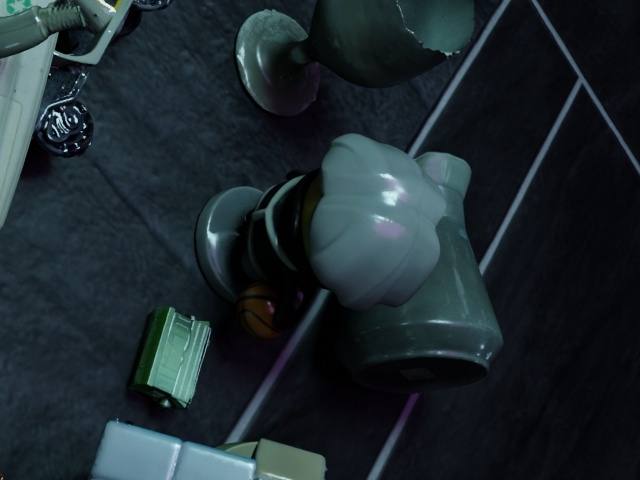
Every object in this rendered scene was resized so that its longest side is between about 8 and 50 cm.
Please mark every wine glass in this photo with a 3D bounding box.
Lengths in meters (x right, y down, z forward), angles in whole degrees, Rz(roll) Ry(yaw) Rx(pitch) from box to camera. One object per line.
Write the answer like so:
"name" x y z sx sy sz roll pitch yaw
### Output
"wine glass" 0.030 -0.201 1.187 0.126 0.241 0.126 11 73 -40

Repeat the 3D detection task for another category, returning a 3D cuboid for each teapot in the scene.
"teapot" 0.102 0.038 1.276 0.203 0.171 0.225 56 31 -65

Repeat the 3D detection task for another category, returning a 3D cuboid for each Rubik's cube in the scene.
"Rubik's cube" -0.090 0.254 0.933 0.213 0.265 0.224 17 69 -4

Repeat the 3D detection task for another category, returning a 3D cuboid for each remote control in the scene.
"remote control" -0.263 -0.116 0.944 0.090 0.049 0.230 14 93 -10

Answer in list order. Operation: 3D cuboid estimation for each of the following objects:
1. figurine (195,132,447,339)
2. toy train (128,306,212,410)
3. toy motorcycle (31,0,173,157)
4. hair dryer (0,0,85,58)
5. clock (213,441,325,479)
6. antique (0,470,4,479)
"figurine" 0.000 0.000 1.112 0.133 0.236 0.176 26 62 -39
"toy train" -0.135 0.106 1.096 0.056 0.038 0.093 31 60 -33
"toy motorcycle" -0.225 -0.194 1.043 0.157 0.091 0.263 36 55 -24
"hair dryer" -0.301 -0.094 0.900 0.088 0.225 0.218 -59 163 -80
"clock" -0.064 0.305 1.131 0.235 0.029 0.234 10 76 -42
"antique" -0.280 0.190 0.889 0.104 0.104 0.104 12 72 -43
